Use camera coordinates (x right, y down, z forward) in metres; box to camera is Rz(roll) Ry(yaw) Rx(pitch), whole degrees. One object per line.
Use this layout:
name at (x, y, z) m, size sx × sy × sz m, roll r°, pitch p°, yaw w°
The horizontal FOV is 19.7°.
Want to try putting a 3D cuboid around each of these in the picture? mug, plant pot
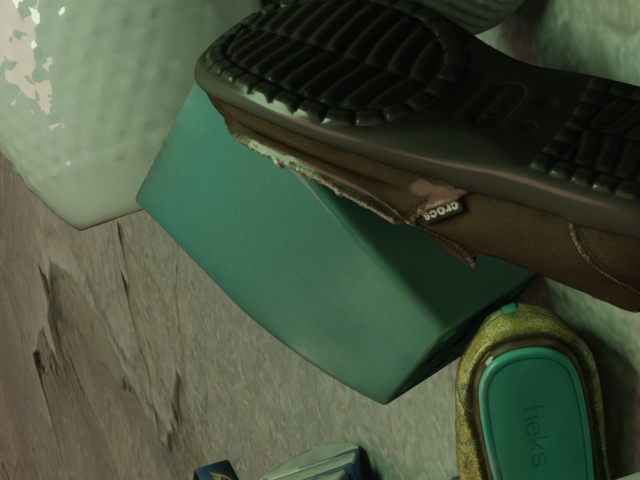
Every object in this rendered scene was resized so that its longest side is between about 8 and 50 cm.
mug at (-0.147, -0.198, 1.548) m, size 0.374 × 0.276 × 0.328 m, roll -16°, pitch 94°, yaw 38°
plant pot at (0.025, -0.019, 1.287) m, size 0.234 × 0.165 × 0.166 m, roll 49°, pitch 140°, yaw 14°

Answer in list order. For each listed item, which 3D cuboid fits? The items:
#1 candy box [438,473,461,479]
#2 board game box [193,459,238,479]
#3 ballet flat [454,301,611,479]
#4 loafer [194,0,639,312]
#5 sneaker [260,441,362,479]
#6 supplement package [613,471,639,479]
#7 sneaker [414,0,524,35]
candy box at (0.106, 0.267, 1.421) m, size 0.196 × 0.070 × 0.165 m, roll 142°, pitch 112°, yaw -67°
board game box at (-0.098, 0.382, 2.037) m, size 0.243 × 0.042 × 0.165 m, roll 98°, pitch 150°, yaw -44°
ballet flat at (0.151, 0.205, 1.240) m, size 0.123 × 0.123 × 0.348 m, roll -153°, pitch 52°, yaw -63°
loafer at (0.074, -0.042, 1.098) m, size 0.366 × 0.134 × 0.130 m, roll 25°, pitch 140°, yaw 34°
sneaker at (0.004, 0.309, 1.539) m, size 0.182 × 0.127 × 0.315 m, roll 64°, pitch -159°, yaw -11°
supplement package at (0.197, 0.245, 0.916) m, size 0.199 × 0.263 × 0.198 m, roll -126°, pitch 30°, yaw -44°
sneaker at (0.088, -0.283, 1.098) m, size 0.366 × 0.135 × 0.150 m, roll 94°, pitch -176°, yaw -51°
